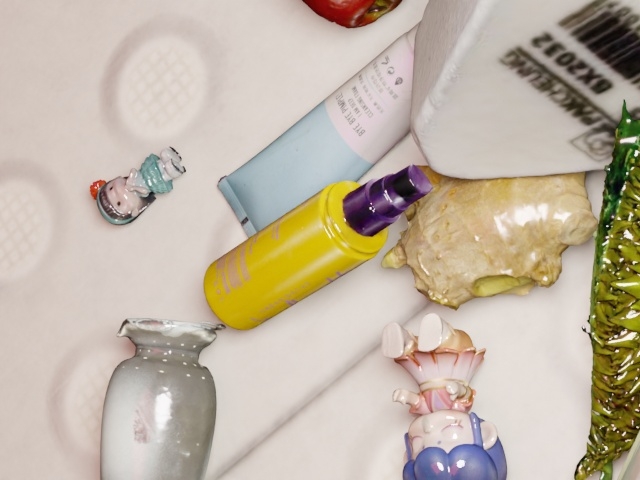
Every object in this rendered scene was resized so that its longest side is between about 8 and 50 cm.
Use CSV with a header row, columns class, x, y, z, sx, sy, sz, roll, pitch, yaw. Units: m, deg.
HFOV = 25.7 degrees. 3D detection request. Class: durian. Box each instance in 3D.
class,x,y,z,sx,sy,sz,roll,pitch,yaw
durian,0.269,0.040,1.137,0.106,0.132,0.375,13,113,22

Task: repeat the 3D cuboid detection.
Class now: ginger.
class,x,y,z,sx,sy,sz,roll,pitch,yaw
ginger,0.144,-0.016,1.258,0.216,0.102,0.157,-23,64,23

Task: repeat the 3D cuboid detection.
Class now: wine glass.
class,x,y,z,sx,sy,sz,roll,pitch,yaw
wine glass,-0.158,0.178,1.375,0.111,0.111,0.204,2,81,28

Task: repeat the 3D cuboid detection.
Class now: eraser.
class,x,y,z,sx,sy,sz,roll,pitch,yaw
eraser,0.252,-0.172,1.131,0.331,0.331,0.150,-15,52,24

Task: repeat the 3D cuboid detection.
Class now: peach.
class,x,y,z,sx,sy,sz,roll,pitch,yaw
peach,0.011,-0.277,1.358,0.092,0.127,0.172,-41,62,19

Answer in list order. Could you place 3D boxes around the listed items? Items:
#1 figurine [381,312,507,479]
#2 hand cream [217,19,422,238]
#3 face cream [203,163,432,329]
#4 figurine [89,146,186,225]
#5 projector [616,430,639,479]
class,x,y,z,sx,sy,sz,roll,pitch,yaw
figurine,0.119,0.168,1.243,0.111,0.102,0.195,-14,72,37
hand cream,0.032,-0.104,1.365,0.312,0.070,0.111,-40,67,25
face cream,0.000,0.000,1.293,0.273,0.078,0.078,-32,67,41
figurine,-0.192,-0.060,1.471,0.106,0.047,0.060,-33,76,16
projector,0.334,0.110,1.084,0.088,0.193,0.269,29,95,29
